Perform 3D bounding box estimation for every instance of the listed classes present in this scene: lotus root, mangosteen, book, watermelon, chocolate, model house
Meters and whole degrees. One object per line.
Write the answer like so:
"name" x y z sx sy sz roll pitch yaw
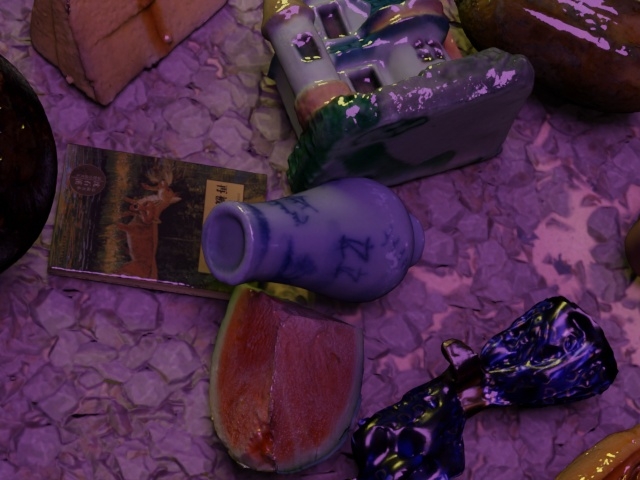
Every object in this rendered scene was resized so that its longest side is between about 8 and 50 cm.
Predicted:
"lotus root" 0.286 -0.243 2.158 0.275 0.160 0.152 29 87 3
"mangosteen" -0.412 -0.080 1.874 0.288 0.288 0.288 5 65 -10
"book" -0.176 -0.019 2.023 0.228 0.024 0.160 9 62 -8
"watermelon" -0.026 0.159 1.938 0.146 0.128 0.231 22 60 -31
"chocolate" 0.148 0.177 1.965 0.343 0.126 0.148 -30 113 -16
"model house" 0.049 -0.238 2.087 0.267 0.194 0.325 -16 67 -19

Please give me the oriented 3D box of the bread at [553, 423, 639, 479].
"bread" 0.333 0.306 1.933 0.236 0.120 0.198 -36 79 -25

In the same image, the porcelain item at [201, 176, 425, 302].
"porcelain item" 0.000 0.000 1.964 0.259 0.141 0.141 -1 63 -42

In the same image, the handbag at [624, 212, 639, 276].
"handbag" 0.507 0.010 2.016 0.302 0.283 0.149 39 62 7

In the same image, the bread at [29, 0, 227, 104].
"bread" -0.203 -0.296 2.059 0.135 0.178 0.240 42 62 10
